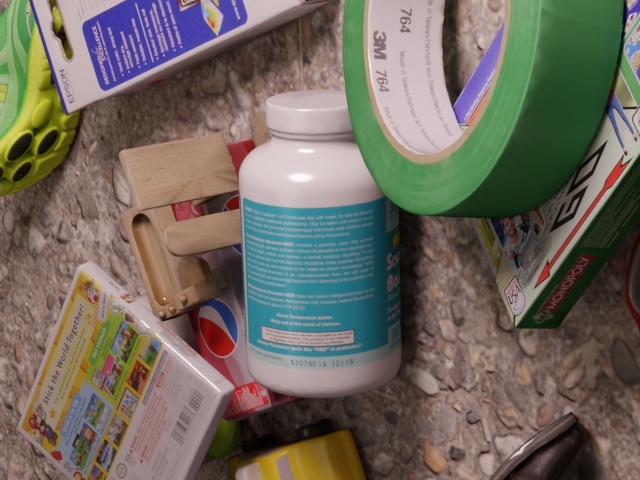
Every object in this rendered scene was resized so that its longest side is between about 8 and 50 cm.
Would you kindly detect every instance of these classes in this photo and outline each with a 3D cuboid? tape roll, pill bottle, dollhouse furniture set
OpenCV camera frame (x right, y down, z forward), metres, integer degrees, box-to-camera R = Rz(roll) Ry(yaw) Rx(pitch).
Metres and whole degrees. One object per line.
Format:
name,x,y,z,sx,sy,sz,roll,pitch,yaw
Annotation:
tape roll,0.121,-0.178,1.533,0.321,0.077,0.321,-10,79,63
pill bottle,0.000,0.000,1.751,0.146,0.146,0.264,16,114,45
dollhouse furniture set,-0.160,-0.002,1.808,0.151,0.123,0.144,-24,82,44

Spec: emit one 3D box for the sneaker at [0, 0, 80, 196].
sneaker,-0.327,-0.171,2.109,0.123,0.109,0.295,46,123,32

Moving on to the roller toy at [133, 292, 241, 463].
roller toy,-0.190,0.156,2.015,0.209,0.146,0.191,-26,82,50

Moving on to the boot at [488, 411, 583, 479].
boot,0.214,0.305,1.640,0.229,0.091,0.263,35,95,11

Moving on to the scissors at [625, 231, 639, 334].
scissors,0.273,0.116,1.580,0.109,0.021,0.297,35,127,34

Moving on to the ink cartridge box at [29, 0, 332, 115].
ink cartridge box,-0.149,-0.257,1.882,0.371,0.069,0.176,-19,88,43

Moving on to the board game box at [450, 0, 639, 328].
board game box,0.202,-0.109,1.501,0.317,0.046,0.213,-61,38,44

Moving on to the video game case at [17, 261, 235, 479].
video game case,-0.198,0.168,1.912,0.206,0.026,0.227,39,125,22

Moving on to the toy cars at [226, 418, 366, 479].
toy cars,0.027,0.295,1.859,0.393,0.087,0.176,35,126,37

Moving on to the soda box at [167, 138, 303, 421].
soda box,-0.081,0.039,1.895,0.083,0.092,0.263,-23,84,46
